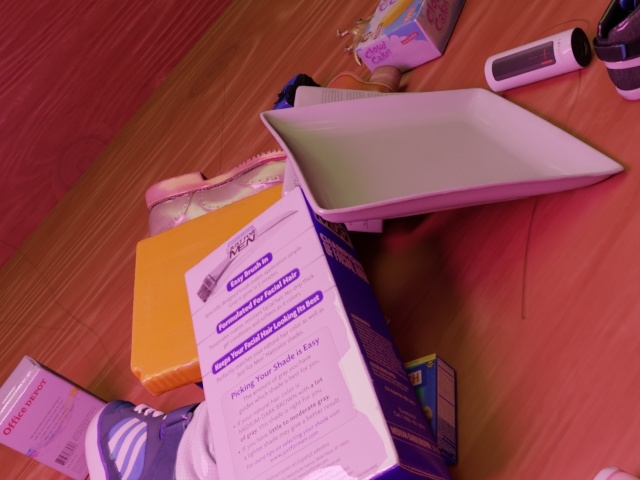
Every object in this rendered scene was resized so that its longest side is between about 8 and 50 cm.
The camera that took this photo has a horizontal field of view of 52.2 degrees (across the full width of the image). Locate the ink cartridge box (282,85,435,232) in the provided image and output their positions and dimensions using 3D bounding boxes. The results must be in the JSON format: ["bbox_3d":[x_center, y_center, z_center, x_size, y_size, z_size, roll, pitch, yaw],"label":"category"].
[{"bbox_3d":[0.084,-0.128,0.963,0.261,0.066,0.296,3,41,1],"label":"ink cartridge box"}]

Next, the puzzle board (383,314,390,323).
[{"bbox_3d":[0.026,0.138,0.839,0.128,0.011,0.096,-51,28,-8],"label":"puzzle board"}]

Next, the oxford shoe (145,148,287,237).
[{"bbox_3d":[-0.109,-0.051,1.108,0.397,0.140,0.146,-14,68,19],"label":"oxford shoe"}]

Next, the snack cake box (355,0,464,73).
[{"bbox_3d":[0.187,-0.444,1.259,0.152,0.089,0.264,-11,45,45],"label":"snack cake box"}]

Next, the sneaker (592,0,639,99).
[{"bbox_3d":[0.405,-0.262,0.713,0.217,0.121,0.079,-39,31,15],"label":"sneaker"}]

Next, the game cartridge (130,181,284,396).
[{"bbox_3d":[-0.111,0.050,0.924,0.324,0.052,0.285,-22,43,7],"label":"game cartridge"}]

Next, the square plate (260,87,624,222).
[{"bbox_3d":[0.121,-0.114,0.817,0.344,0.049,0.347,-8,29,-12],"label":"square plate"}]

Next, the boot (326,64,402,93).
[{"bbox_3d":[0.052,-0.240,1.209,0.197,0.073,0.152,-8,52,52],"label":"boot"}]

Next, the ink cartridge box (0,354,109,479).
[{"bbox_3d":[-0.453,0.298,1.104,0.127,0.176,0.128,4,57,54],"label":"ink cartridge box"}]

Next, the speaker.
[{"bbox_3d":[0.299,-0.248,0.905,0.136,0.055,0.055,-6,49,49],"label":"speaker"}]

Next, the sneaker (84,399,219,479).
[{"bbox_3d":[-0.179,0.264,0.859,0.236,0.130,0.323,-37,25,-2],"label":"sneaker"}]

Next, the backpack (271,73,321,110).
[{"bbox_3d":[-0.049,-0.284,1.367,0.101,0.098,0.120,-23,38,42],"label":"backpack"}]

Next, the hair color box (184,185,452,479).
[{"bbox_3d":[-0.022,0.127,0.676,0.185,0.110,0.338,-36,48,18],"label":"hair color box"}]

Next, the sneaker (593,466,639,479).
[{"bbox_3d":[0.204,0.226,0.452,0.134,0.051,0.070,-52,24,-18],"label":"sneaker"}]

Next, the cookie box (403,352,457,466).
[{"bbox_3d":[0.090,0.180,0.669,0.092,0.040,0.107,-27,35,31],"label":"cookie box"}]

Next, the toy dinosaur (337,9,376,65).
[{"bbox_3d":[0.082,-0.457,1.451,0.093,0.053,0.183,-8,47,47],"label":"toy dinosaur"}]

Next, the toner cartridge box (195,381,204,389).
[{"bbox_3d":[-0.186,0.125,1.069,0.165,0.075,0.348,-52,29,-11],"label":"toner cartridge box"}]
